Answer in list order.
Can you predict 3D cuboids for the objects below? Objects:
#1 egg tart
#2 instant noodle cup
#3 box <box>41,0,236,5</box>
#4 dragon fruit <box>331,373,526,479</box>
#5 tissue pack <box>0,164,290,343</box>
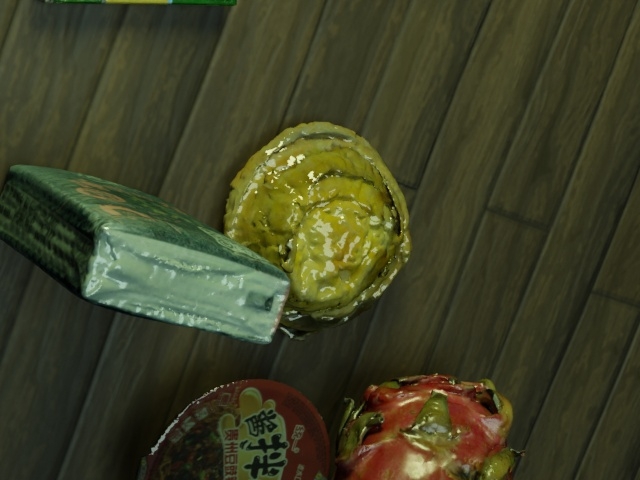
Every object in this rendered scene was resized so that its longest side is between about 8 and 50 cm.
[{"bbox_3d":[0.000,0.000,1.752,0.290,0.107,0.291,-9,109,-28],"label":"egg tart"},{"bbox_3d":[-0.123,0.290,1.779,0.274,0.090,0.274,-10,110,-28],"label":"instant noodle cup"},{"bbox_3d":[-0.201,-0.331,1.568,0.235,0.034,0.132,-5,109,-30],"label":"box"},{"bbox_3d":[0.149,0.302,1.845,0.291,0.269,0.250,-58,155,-32],"label":"dragon fruit"},{"bbox_3d":[-0.200,0.009,1.509,0.227,0.315,0.103,18,94,-32],"label":"tissue pack"}]
